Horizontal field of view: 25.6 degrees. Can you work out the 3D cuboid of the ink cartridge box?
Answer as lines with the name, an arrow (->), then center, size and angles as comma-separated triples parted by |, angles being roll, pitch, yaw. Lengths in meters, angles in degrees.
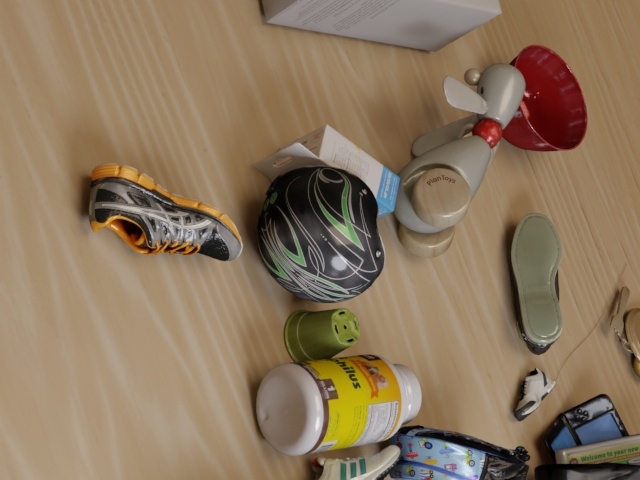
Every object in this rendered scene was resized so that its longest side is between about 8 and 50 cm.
ink cartridge box -> 0.008, -0.094, 1.934 | 0.181, 0.104, 0.062 | 34, 53, -30

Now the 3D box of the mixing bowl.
mixing bowl -> 0.341, -0.217, 2.304 | 0.181, 0.098, 0.181 | 19, 61, -38

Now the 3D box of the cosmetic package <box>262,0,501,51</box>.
cosmetic package -> 0.081, -0.414, 2.097 | 0.365, 0.155, 0.197 | 0, 72, -42

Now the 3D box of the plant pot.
plant pot -> 0.009, 0.123, 1.868 | 0.083, 0.079, 0.083 | 18, 63, -39

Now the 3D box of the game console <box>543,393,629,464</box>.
game console -> 0.423, 0.330, 2.175 | 0.144, 0.124, 0.085 | 62, 6, -6

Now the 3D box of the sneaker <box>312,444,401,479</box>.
sneaker -> 0.033, 0.298, 1.824 | 0.161, 0.057, 0.075 | -34, 74, -30

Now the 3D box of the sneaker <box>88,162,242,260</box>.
sneaker -> -0.195, -0.016, 1.736 | 0.215, 0.084, 0.083 | 25, 61, -24

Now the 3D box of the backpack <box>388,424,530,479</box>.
backpack -> 0.171, 0.314, 1.900 | 0.173, 0.158, 0.117 | 19, 79, -23

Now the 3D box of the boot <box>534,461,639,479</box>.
boot -> 0.477, 0.552, 2.081 | 0.367, 0.146, 0.445 | 10, 70, -40

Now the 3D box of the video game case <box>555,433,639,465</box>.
video game case -> 0.460, 0.401, 2.163 | 0.212, 0.023, 0.193 | -6, 89, -27

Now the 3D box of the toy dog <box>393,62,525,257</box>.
toy dog -> 0.171, -0.133, 2.072 | 0.161, 0.220, 0.334 | 27, 42, 4

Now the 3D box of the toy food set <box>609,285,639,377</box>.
toy food set -> 0.552, 0.177, 2.400 | 0.192, 0.038, 0.132 | 45, 41, -15

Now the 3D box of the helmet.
helmet -> 0.000, 0.000, 1.853 | 0.169, 0.169, 0.162 | 25, 46, -35

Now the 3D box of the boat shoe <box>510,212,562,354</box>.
boat shoe -> 0.336, 0.067, 2.213 | 0.081, 0.069, 0.228 | 3, 61, -1

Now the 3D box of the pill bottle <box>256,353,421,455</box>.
pill bottle -> 0.029, 0.209, 1.827 | 0.215, 0.117, 0.117 | -2, 75, -44

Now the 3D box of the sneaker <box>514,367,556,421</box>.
sneaker -> 0.318, 0.235, 2.154 | 0.044, 0.040, 0.109 | 46, 42, 2
